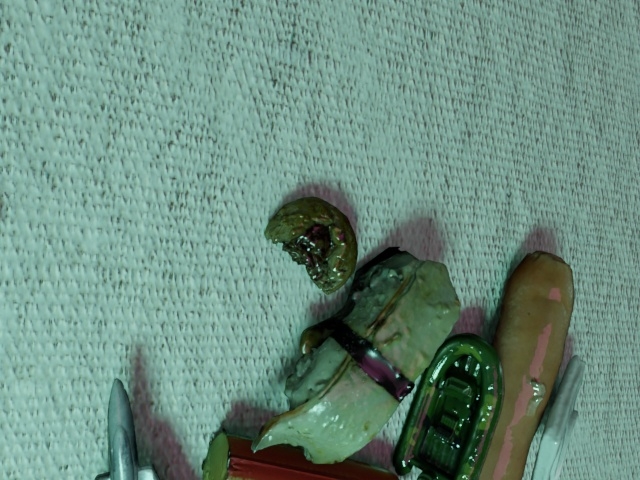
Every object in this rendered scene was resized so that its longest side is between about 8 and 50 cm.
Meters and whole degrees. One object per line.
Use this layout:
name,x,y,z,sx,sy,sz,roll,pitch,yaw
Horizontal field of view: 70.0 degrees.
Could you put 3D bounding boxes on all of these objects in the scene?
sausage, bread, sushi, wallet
sausage,0.001,0.277,0.513,0.264,0.083,0.083,23,85,-22
sausage,0.241,0.216,0.593,0.094,0.094,0.419,24,84,-40
bread,0.000,0.000,0.504,0.113,0.060,0.082,42,81,-17
sushi,0.049,0.126,0.477,0.273,0.109,0.134,-37,105,-30
wallet,0.319,0.246,0.608,0.183,0.031,0.124,-29,124,-45

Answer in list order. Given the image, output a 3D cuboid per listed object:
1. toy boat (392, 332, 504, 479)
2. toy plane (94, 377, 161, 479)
toy boat,0.161,0.217,0.564,0.052,0.104,0.210,23,86,-54
toy plane,-0.186,0.262,0.441,0.212,0.088,0.267,-5,87,-22
